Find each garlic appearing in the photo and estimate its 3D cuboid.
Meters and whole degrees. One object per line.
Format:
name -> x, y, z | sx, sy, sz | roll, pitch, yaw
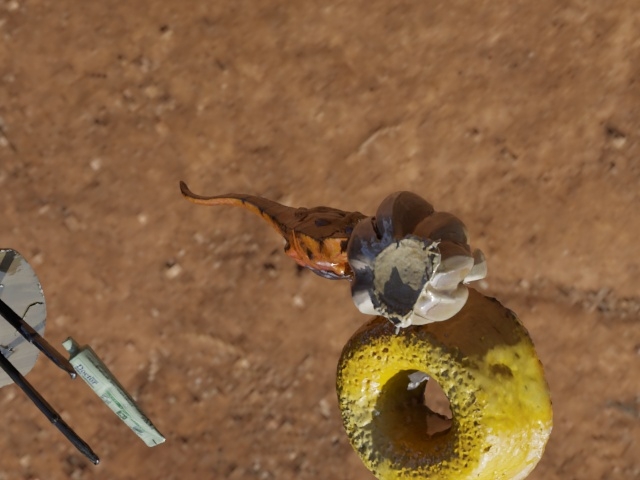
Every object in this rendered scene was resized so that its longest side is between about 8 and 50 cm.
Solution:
garlic -> 0.108, 0.016, 1.471 | 0.127, 0.194, 0.131 | 20, 111, 35

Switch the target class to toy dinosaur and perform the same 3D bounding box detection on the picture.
toy dinosaur -> 0.000, 0.000, 1.868 | 0.208, 0.097, 0.432 | 20, 174, -35

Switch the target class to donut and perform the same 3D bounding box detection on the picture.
donut -> 0.132, 0.190, 1.753 | 0.277, 0.108, 0.278 | 15, 112, 41

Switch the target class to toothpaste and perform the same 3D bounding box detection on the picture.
toothpaste -> -0.321, 0.234, 2.279 | 0.218, 0.041, 0.064 | 50, 145, -8

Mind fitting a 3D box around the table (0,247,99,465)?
table -> -0.470, 0.207, 2.202 | 0.249, 0.317, 0.317 | 47, 143, 32
